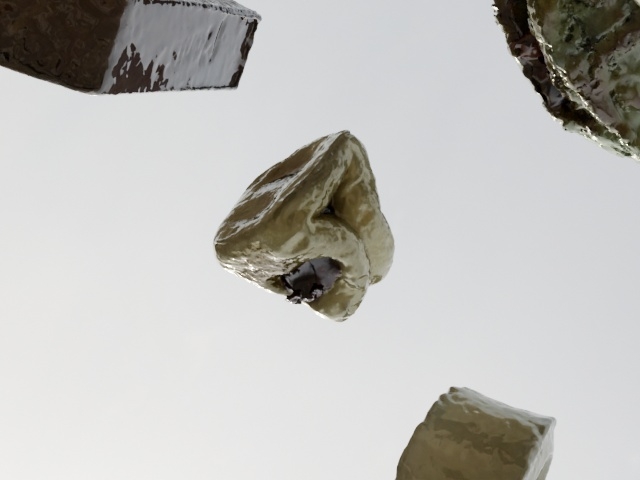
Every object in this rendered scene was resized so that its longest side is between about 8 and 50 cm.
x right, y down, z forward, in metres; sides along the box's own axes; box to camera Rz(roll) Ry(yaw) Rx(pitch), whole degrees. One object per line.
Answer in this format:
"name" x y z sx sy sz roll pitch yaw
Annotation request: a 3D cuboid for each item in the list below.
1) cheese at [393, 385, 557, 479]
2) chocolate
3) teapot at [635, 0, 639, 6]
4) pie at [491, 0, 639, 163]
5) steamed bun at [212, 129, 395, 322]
"cheese" 0.181 0.364 1.318 0.153 0.332 0.292 21 -142 21
"chocolate" -0.154 -0.177 0.874 0.112 0.321 0.111 26 -76 12
"teapot" 0.329 -0.285 0.903 0.173 0.269 0.182 -35 -108 13
"pie" 0.435 -0.289 1.263 0.395 0.418 0.180 -56 -163 1
"steamed bun" 0.000 0.000 1.033 0.141 0.155 0.172 -19 -154 49
